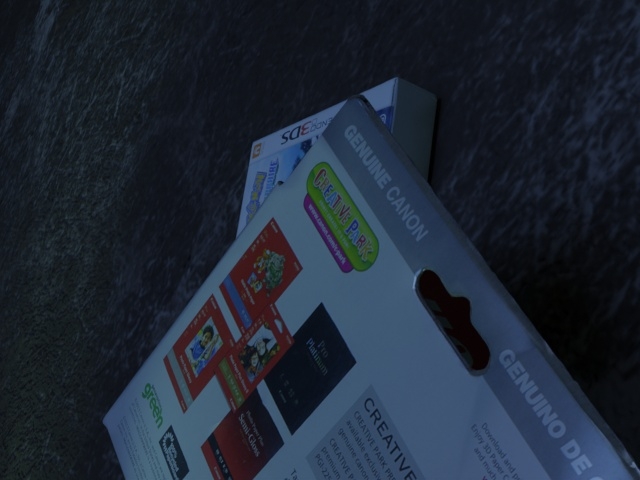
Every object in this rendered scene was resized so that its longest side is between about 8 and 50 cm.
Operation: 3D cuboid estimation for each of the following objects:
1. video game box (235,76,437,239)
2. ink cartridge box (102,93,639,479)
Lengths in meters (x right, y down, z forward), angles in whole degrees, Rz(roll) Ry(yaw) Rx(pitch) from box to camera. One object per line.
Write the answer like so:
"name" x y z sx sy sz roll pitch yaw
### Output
"video game box" 0.000 0.000 0.823 0.187 0.048 0.205 -20 56 53
"ink cartridge box" 0.043 0.125 0.569 0.272 0.130 0.309 -52 45 24
